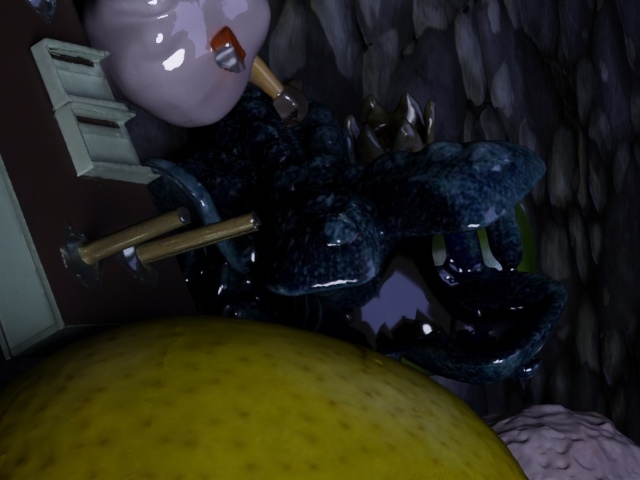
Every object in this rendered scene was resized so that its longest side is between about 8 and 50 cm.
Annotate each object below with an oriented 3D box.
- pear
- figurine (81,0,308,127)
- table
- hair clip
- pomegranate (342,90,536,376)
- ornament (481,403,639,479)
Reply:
[{"bbox_3d":[-0.056,0.210,0.752,0.418,0.362,0.362,-20,107,-85],"label":"pear"},{"bbox_3d":[-0.102,-0.150,0.924,0.229,0.112,0.137,58,-2,1],"label":"figurine"},{"bbox_3d":[-0.127,-0.071,0.809,0.121,0.111,0.240,2,62,-62],"label":"table"},{"bbox_3d":[-0.006,0.002,0.978,0.206,0.310,0.194,-29,115,-27],"label":"hair clip"},{"bbox_3d":[0.072,-0.007,1.197,0.187,0.187,0.225,-57,143,-48],"label":"pomegranate"},{"bbox_3d":[0.184,0.261,1.326,0.259,0.225,0.259,-46,166,-15],"label":"ornament"}]
